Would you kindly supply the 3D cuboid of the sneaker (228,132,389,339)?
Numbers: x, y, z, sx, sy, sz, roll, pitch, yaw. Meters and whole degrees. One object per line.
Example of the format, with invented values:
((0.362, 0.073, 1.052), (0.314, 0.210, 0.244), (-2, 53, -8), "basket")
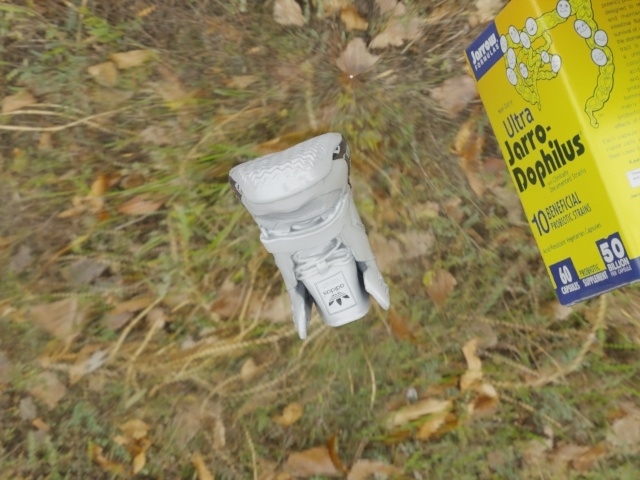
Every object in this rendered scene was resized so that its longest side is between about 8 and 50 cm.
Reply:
((0.000, 0.000, 1.200), (0.137, 0.366, 0.210), (-20, 88, 3), "sneaker")

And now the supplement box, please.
((0.348, -0.127, 1.236), (0.195, 0.194, 0.356), (-17, 81, -18), "supplement box")
